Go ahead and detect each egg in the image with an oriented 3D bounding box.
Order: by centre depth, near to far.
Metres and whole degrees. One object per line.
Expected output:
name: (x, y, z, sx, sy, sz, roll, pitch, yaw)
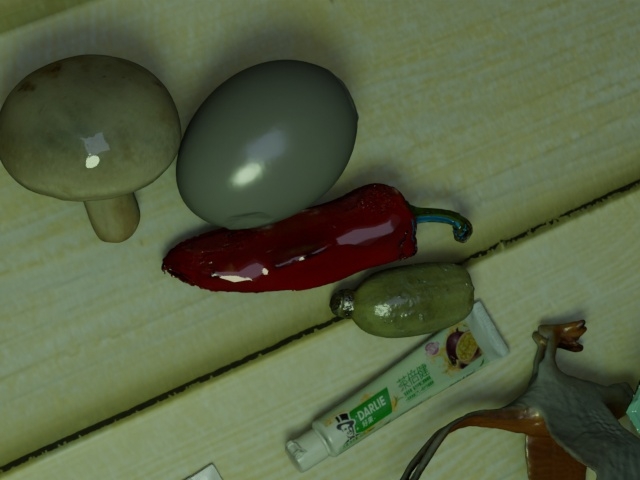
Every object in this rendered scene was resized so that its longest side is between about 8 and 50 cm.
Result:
egg: (-0.065, -0.109, 1.539, 0.232, 0.176, 0.176, -41, 99, -26)

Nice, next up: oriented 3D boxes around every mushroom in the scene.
mushroom: (-0.256, -0.098, 1.506, 0.207, 0.207, 0.215, -19, 128, -14)

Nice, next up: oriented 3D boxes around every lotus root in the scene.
lotus root: (0.103, 0.075, 1.633, 0.183, 0.077, 0.090, -5, 90, -16)

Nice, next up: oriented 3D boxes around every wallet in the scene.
wallet: (-0.155, 0.308, 1.596, 0.083, 0.011, 0.044, -31, 96, -13)

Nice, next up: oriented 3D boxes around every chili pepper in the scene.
chili pepper: (0.000, 0.000, 1.601, 0.388, 0.110, 0.110, -14, 92, -11)

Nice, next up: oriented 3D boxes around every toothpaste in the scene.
toothpaste: (0.095, 0.189, 1.648, 0.314, 0.056, 0.058, -32, 137, -16)

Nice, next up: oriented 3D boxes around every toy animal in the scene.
toy animal: (0.249, 0.232, 1.651, 0.284, 0.225, 0.302, 21, 62, -10)

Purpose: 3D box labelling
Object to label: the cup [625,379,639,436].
cup: (0.484, 0.195, 1.643, 0.236, 0.134, 0.148, 0, 84, -52)
